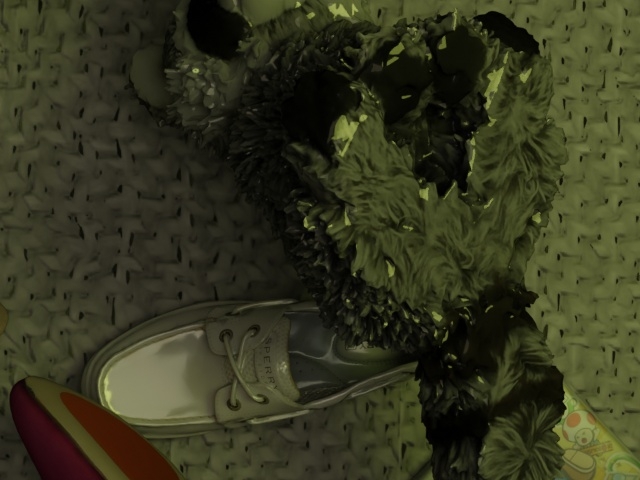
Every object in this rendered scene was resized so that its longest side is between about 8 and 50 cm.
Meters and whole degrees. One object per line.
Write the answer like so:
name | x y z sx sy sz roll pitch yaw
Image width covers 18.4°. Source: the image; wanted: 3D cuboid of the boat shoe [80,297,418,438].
boat shoe | -0.041 0.087 1.478 0.277 0.096 0.098 -12 92 -12

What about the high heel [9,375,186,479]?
high heel | -0.138 0.279 1.430 0.181 0.127 0.377 -38 95 12

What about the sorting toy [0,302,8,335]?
sorting toy | -0.362 0.086 1.444 0.193 0.038 0.208 34 77 -9

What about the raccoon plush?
raccoon plush | 0.000 0.000 1.418 0.216 0.299 0.446 -7 101 -34

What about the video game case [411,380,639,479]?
video game case | 0.162 0.242 1.550 0.227 0.026 0.206 -45 97 -11
